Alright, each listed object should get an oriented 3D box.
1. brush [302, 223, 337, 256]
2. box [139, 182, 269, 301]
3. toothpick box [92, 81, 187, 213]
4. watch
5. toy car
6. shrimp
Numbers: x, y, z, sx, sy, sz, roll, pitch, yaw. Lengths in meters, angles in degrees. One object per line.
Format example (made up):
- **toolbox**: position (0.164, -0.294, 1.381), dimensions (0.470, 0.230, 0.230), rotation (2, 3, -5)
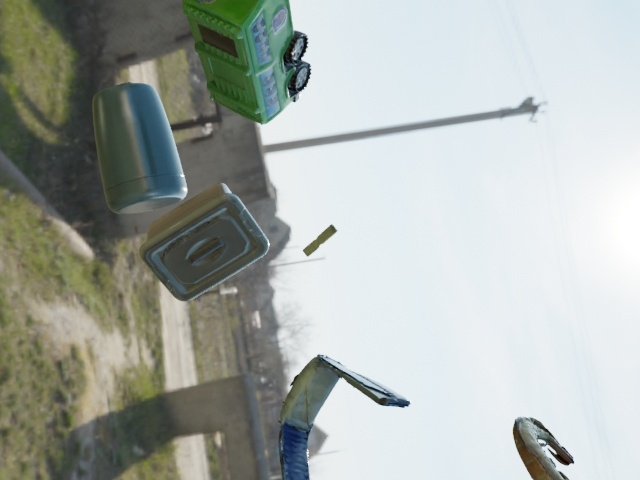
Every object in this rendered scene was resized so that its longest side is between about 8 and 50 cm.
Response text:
- **brush**: position (0.000, 0.000, 1.203), dimensions (0.083, 0.013, 0.016), rotation (-41, -99, 37)
- **box**: position (-0.128, -0.002, 0.806), dimensions (0.089, 0.122, 0.062), rotation (57, 4, -33)
- **toothpick box**: position (-0.278, -0.140, 1.110), dimensions (0.120, 0.120, 0.184), rotation (125, -49, -82)
- **watch**: position (0.019, 0.264, 1.146), dimensions (0.276, 0.068, 0.274), rotation (-56, -164, 19)
- **toy car**: position (-0.056, -0.155, 0.527), dimensions (0.062, 0.071, 0.165), rotation (-55, 161, -22)
- **shrimp**: position (0.306, 0.304, 0.939), dimensions (0.124, 0.034, 0.178), rotation (8, 43, -55)
